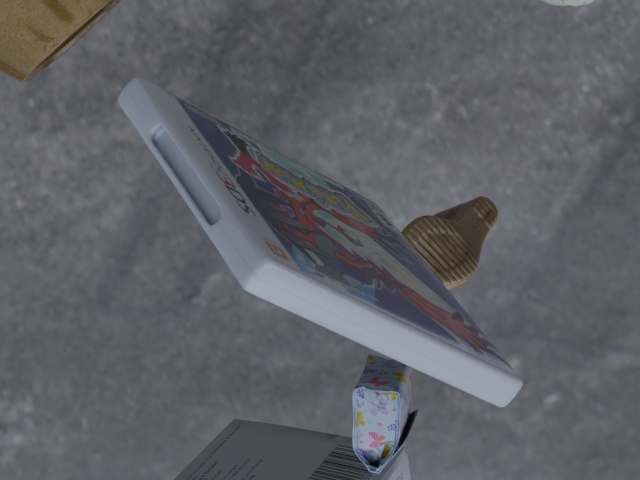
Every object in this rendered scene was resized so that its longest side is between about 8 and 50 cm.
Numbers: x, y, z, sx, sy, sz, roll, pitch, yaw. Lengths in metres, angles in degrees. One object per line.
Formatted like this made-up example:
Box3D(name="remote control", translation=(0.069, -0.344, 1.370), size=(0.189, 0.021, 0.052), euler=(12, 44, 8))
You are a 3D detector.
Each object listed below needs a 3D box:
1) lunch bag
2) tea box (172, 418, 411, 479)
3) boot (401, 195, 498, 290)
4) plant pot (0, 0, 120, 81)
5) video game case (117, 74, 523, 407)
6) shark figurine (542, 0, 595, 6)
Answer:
Box3D(name="lunch bag", translation=(0.056, 0.152, 1.483), size=(0.053, 0.071, 0.083), euler=(7, 112, 11))
Box3D(name="tea box", translation=(-0.057, 0.408, 1.696), size=(0.220, 0.329, 0.324), euler=(7, 119, 28))
Box3D(name="boot", translation=(0.089, 0.047, 1.930), size=(0.207, 0.090, 0.248), euler=(-38, 178, 33))
Box3D(name="plant pot", translation=(-0.274, -0.254, 1.312), size=(0.237, 0.237, 0.254), euler=(-38, 97, 19))
Box3D(name="video game case", translation=(0.000, 0.000, 0.910), size=(0.201, 0.183, 0.023), euler=(27, 107, -41))
Box3D(name="shark figurine", translation=(0.147, -0.320, 1.421), size=(0.166, 0.116, 0.278), euler=(-2, 137, 7))
